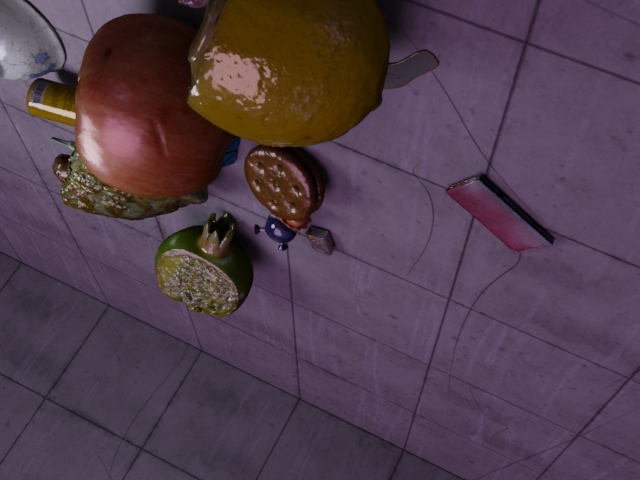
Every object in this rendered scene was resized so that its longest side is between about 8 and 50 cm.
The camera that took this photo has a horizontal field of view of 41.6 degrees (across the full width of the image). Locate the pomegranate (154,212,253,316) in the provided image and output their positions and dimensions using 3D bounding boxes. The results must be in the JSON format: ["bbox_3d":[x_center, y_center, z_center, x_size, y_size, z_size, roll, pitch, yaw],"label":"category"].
[{"bbox_3d":[-0.334,0.052,2.583,0.309,0.216,0.358,29,124,3],"label":"pomegranate"}]

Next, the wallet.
[{"bbox_3d":[0.385,-0.052,1.822,0.232,0.025,0.119,39,152,-18],"label":"wallet"}]

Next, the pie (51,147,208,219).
[{"bbox_3d":[-0.503,-0.153,2.278,0.395,0.180,0.418,14,170,-34],"label":"pie"}]

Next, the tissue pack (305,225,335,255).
[{"bbox_3d":[0.000,0.000,2.310,0.063,0.035,0.083,16,153,26],"label":"tissue pack"}]

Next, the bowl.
[{"bbox_3d":[-0.820,-0.500,2.140,0.313,0.146,0.313,23,153,12],"label":"bowl"}]

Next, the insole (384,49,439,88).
[{"bbox_3d":[0.154,-0.322,1.603,0.064,0.004,0.188,41,153,-23],"label":"insole"}]

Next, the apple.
[{"bbox_3d":[-0.344,-0.274,1.798,0.346,0.391,0.391,14,158,-14],"label":"apple"}]

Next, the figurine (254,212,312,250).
[{"bbox_3d":[-0.095,-0.052,2.237,0.111,0.102,0.195,35,154,-8],"label":"figurine"}]

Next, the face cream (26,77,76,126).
[{"bbox_3d":[-0.590,-0.336,2.211,0.348,0.105,0.105,15,152,9],"label":"face cream"}]

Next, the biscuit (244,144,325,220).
[{"bbox_3d":[-0.090,-0.147,2.065,0.220,0.066,0.220,25,138,25],"label":"biscuit"}]

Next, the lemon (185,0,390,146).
[{"bbox_3d":[-0.040,-0.323,1.437,0.364,0.364,0.364,24,154,13],"label":"lemon"}]

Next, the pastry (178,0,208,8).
[{"bbox_3d":[-0.302,-0.543,1.575,0.265,0.103,0.112,47,157,-28],"label":"pastry"}]

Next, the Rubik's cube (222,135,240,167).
[{"bbox_3d":[-0.319,-0.227,2.079,0.190,0.178,0.211,30,153,7],"label":"Rubik's cube"}]

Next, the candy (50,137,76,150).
[{"bbox_3d":[-0.772,-0.288,2.592,0.194,0.058,0.062,24,147,32],"label":"candy"}]
